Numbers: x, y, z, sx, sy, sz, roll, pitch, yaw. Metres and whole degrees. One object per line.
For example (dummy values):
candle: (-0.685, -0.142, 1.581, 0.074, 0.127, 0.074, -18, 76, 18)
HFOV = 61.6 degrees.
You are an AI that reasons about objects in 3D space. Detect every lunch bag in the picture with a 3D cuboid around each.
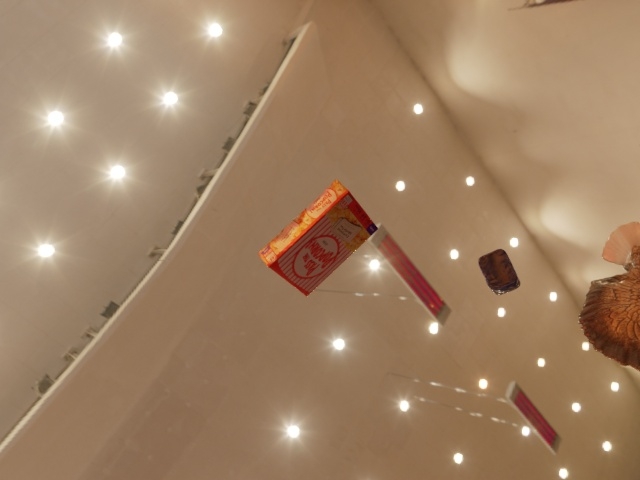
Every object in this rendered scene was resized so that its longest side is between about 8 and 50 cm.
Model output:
lunch bag: (0.396, 0.069, 1.196, 0.065, 0.067, 0.098, 38, -148, -57)

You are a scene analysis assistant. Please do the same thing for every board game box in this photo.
board game box: (0.000, 0.000, 0.991, 0.193, 0.045, 0.147, -44, -38, 2)

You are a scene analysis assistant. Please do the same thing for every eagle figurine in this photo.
eagle figurine: (0.541, 0.078, 0.830, 0.298, 0.225, 0.226, 7, -88, -56)
